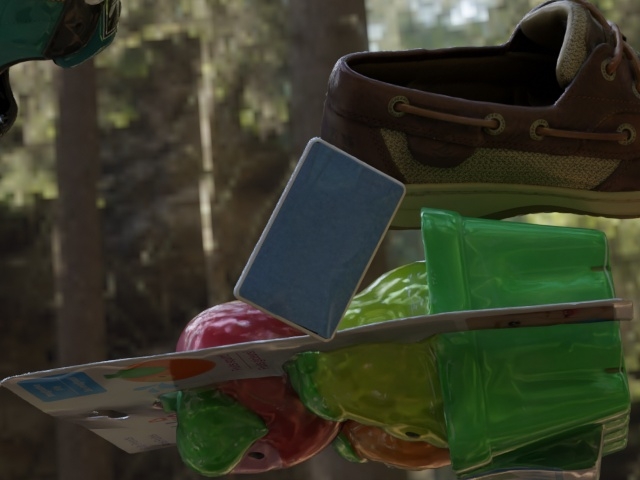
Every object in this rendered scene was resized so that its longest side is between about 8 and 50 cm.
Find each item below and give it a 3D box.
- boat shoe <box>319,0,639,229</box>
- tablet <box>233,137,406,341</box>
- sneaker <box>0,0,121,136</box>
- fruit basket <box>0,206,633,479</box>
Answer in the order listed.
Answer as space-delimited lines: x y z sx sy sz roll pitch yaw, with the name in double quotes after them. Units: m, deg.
0.161 -0.093 1.267 0.342 0.123 0.123 -6 -56 -15 "boat shoe"
0.000 0.000 0.914 0.054 0.083 0.006 27 -3 -19 "tablet"
-0.138 -0.176 1.092 0.121 0.108 0.302 42 -56 -10 "sneaker"
0.018 0.099 1.219 0.353 0.165 0.327 -14 -15 4 "fruit basket"
